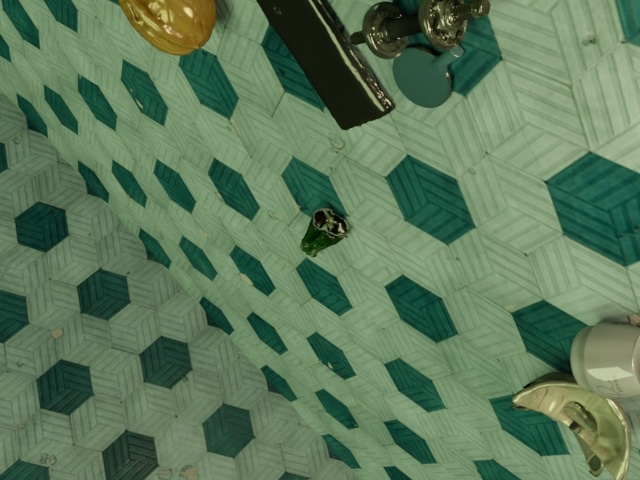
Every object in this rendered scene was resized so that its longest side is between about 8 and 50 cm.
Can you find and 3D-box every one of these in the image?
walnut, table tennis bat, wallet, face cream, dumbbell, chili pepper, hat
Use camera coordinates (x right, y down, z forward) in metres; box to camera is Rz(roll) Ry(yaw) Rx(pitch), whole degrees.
[{"bbox_3d":[-0.277,-0.431,1.334,0.206,0.159,0.159,54,155,0],"label":"walnut"},{"bbox_3d":[0.156,-0.244,1.070,0.100,0.019,0.155,50,157,-5],"label":"table tennis bat"},{"bbox_3d":[0.002,-0.309,1.209,0.285,0.030,0.146,55,151,-13],"label":"wallet"},{"bbox_3d":[0.444,0.180,1.108,0.104,0.117,0.117,-7,121,52],"label":"face cream"},{"bbox_3d":[0.124,-0.288,0.985,0.254,0.081,0.081,7,133,55],"label":"dumbbell"},{"bbox_3d":[0.000,0.000,1.630,0.088,0.059,0.227,33,158,0],"label":"chili pepper"},{"bbox_3d":[0.465,0.312,1.320,0.219,0.164,0.226,39,-167,18],"label":"hat"}]
